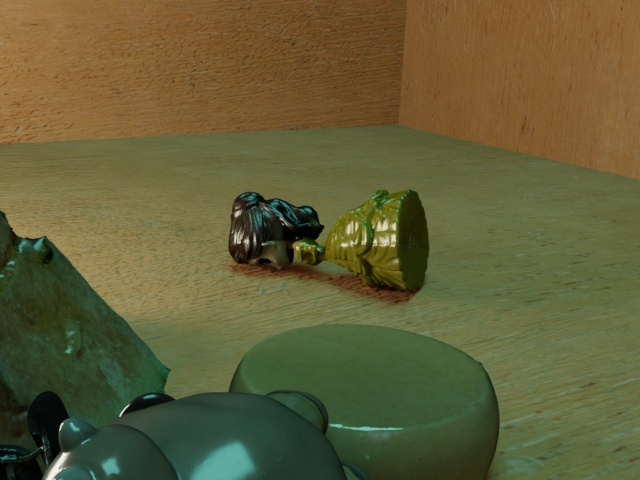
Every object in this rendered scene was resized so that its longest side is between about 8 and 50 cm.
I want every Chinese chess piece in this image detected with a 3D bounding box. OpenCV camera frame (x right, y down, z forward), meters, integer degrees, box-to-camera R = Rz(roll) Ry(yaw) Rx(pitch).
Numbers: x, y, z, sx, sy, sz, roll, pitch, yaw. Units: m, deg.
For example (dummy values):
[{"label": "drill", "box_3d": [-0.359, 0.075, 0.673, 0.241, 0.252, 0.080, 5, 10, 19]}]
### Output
[{"label": "Chinese chess piece", "box_3d": [0.041, 0.171, 0.921, 0.273, 0.102, 0.273, 3, 17, -1]}]

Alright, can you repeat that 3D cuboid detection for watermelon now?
[{"label": "watermelon", "box_3d": [-0.308, 0.111, 0.928, 0.151, 0.302, 0.264, -33, 9, 14]}]

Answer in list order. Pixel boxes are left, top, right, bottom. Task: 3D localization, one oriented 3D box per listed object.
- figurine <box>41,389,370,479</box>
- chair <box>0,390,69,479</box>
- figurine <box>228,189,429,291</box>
[{"label": "figurine", "box_3d": [-0.052, 0.198, 0.612, 0.203, 0.248, 0.380, -8, 3, 13]}, {"label": "chair", "box_3d": [-0.250, 0.205, 0.676, 0.145, 0.140, 0.221, -4, 12, -10]}, {"label": "figurine", "box_3d": [0.000, 0.004, 1.510, 0.315, 0.168, 0.187, -1, 24, 20]}]
